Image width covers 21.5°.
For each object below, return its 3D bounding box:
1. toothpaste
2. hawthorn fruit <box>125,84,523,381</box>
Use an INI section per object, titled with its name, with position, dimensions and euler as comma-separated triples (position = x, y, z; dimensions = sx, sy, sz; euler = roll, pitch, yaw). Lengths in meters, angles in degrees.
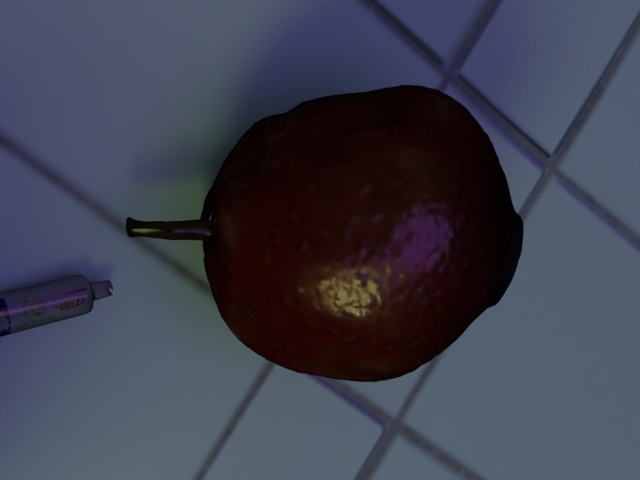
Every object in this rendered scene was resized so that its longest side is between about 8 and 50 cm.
[toothpaste]
position = -0.224, 0.052, 1.163
dimensions = 0.170, 0.028, 0.045
euler = -14, 111, -25
[hawthorn fruit]
position = 0.000, 0.000, 1.176
dimensions = 0.266, 0.230, 0.210
euler = -4, 91, -14
